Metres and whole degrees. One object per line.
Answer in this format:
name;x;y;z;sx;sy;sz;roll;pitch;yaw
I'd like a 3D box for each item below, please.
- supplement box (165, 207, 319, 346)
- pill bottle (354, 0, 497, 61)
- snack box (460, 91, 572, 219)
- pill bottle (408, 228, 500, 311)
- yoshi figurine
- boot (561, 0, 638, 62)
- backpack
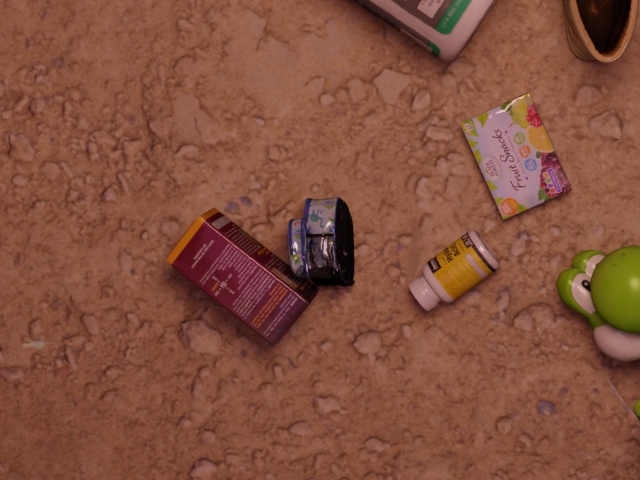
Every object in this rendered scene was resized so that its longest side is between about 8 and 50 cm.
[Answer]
supplement box;-0.104;0.047;1.908;0.188;0.104;0.081;38;101;1
pill bottle;0.074;-0.403;1.773;0.361;0.204;0.204;34;100;1
snack box;0.259;-0.112;1.873;0.100;0.037;0.141;-24;94;11
pill bottle;0.177;0.043;1.891;0.116;0.065;0.065;-38;92;10
yoshi figurine;0.460;0.133;1.775;0.362;0.203;0.203;38;126;10
boot;0.338;-0.350;1.745;0.095;0.203;0.262;-2;99;7
backpack;0.000;0.000;1.887;0.084;0.105;0.114;-1;81;10
